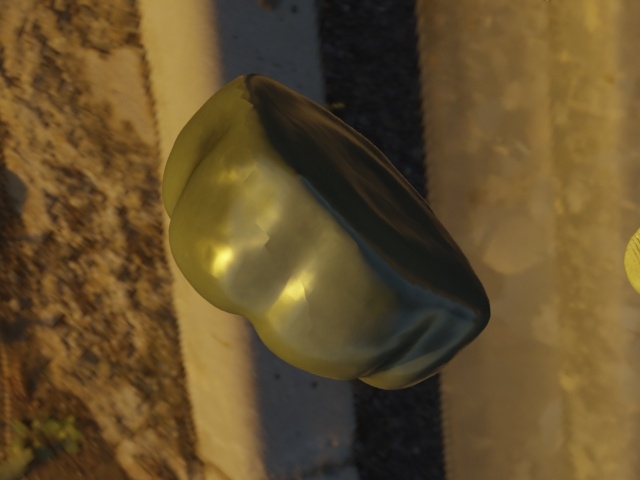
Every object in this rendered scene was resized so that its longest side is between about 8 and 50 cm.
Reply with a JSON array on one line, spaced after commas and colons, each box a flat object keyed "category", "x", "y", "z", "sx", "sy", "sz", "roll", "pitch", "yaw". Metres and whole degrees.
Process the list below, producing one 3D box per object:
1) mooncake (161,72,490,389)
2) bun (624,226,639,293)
[{"category": "mooncake", "x": 0.000, "y": 0.000, "z": 1.259, "sx": 0.275, "sy": 0.275, "sz": 0.135, "roll": 31, "pitch": 111, "yaw": -30}, {"category": "bun", "x": 0.383, "y": 0.016, "z": 1.745, "sx": 0.069, "sy": 0.115, "sz": 0.115, "roll": 30, "pitch": 88, "yaw": -34}]
